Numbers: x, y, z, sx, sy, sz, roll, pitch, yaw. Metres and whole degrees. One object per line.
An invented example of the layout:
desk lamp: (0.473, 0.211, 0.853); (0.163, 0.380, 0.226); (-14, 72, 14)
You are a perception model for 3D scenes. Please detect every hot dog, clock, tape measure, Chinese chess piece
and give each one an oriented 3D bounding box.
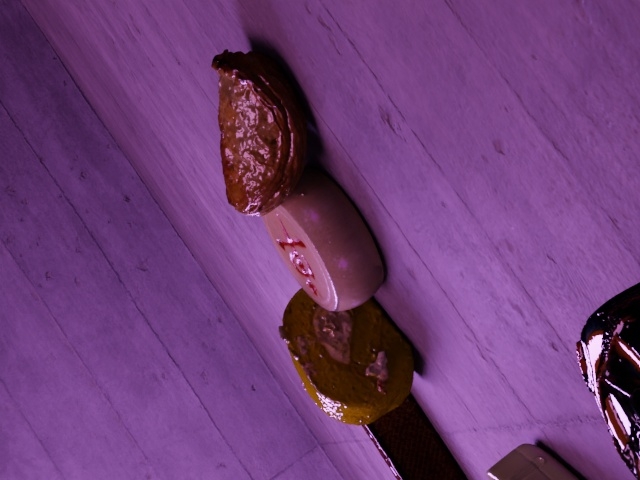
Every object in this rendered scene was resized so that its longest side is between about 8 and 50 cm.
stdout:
hot dog: (-0.092, -0.164, 1.485); (0.175, 0.114, 0.259); (37, 138, 51)
clock: (0.360, 0.452, 1.387); (0.235, 0.096, 0.308); (38, 158, 50)
tape measure: (0.306, 0.135, 0.798); (0.223, 0.135, 0.202); (65, 173, -11)
Chinese chess piece: (0.000, 0.000, 1.591); (0.251, 0.097, 0.251); (51, 164, 21)

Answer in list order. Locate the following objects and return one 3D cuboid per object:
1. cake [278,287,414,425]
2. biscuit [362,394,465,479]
cake: (0.039, 0.194, 1.714); (0.260, 0.179, 0.156); (49, 163, 24)
biscuit: (0.212, 0.461, 1.868); (0.388, 0.107, 0.073); (57, 169, -1)
